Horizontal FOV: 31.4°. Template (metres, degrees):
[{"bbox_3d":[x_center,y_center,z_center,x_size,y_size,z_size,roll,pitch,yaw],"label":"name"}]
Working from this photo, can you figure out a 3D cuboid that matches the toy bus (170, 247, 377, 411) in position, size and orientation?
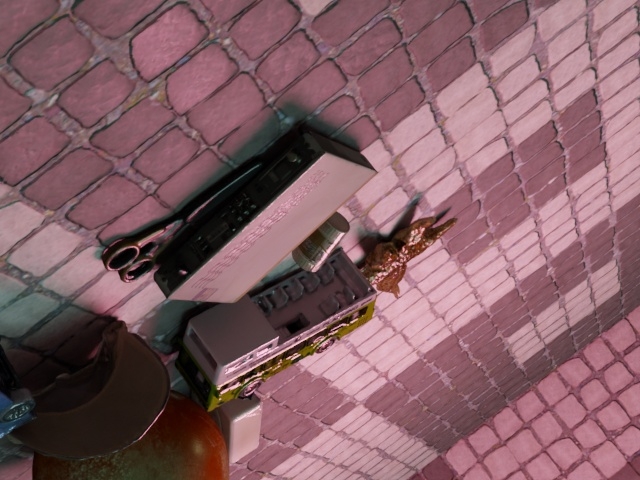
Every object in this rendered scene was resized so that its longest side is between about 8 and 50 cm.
[{"bbox_3d":[-0.059,0.120,1.644,0.302,0.113,0.139,-27,156,-27],"label":"toy bus"}]

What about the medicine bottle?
[{"bbox_3d":[0.000,0.000,1.568,0.047,0.047,0.083,-7,143,-50],"label":"medicine bottle"}]

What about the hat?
[{"bbox_3d":[-0.292,0.216,1.386,0.214,0.245,0.149,-25,135,-23],"label":"hat"}]

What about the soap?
[{"bbox_3d":[-0.145,0.253,1.756,0.064,0.121,0.183,-28,155,-20],"label":"soap"}]

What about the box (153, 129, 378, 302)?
[{"bbox_3d":[-0.067,-0.023,1.420,0.270,0.045,0.211,-43,161,16],"label":"box"}]

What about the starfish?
[{"bbox_3d":[0.124,0.032,1.788,0.236,0.062,0.277,-39,160,-1],"label":"starfish"}]

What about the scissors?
[{"bbox_3d":[-0.155,-0.028,1.333,0.220,0.017,0.088,-37,154,1],"label":"scissors"}]

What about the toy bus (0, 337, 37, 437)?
[{"bbox_3d":[-0.400,0.145,1.192,0.134,0.116,0.234,-30,159,-6],"label":"toy bus"}]

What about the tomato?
[{"bbox_3d":[-0.258,0.333,1.555,0.270,0.222,0.270,-8,139,-7],"label":"tomato"}]
